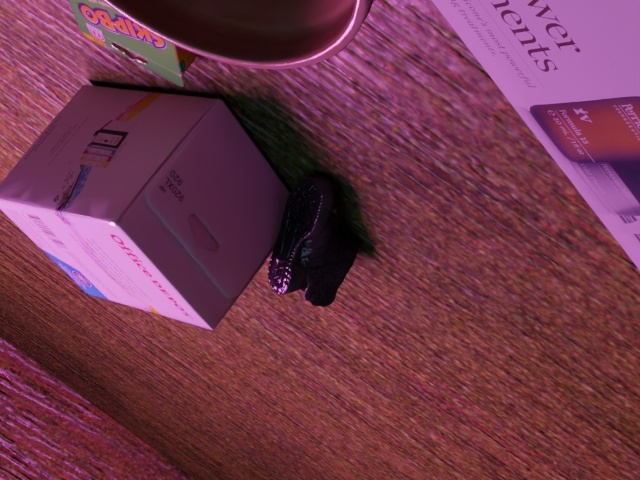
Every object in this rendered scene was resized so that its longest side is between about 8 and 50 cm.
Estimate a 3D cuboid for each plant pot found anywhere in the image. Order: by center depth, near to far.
[{"bbox_3d":[-0.061,-0.225,0.784,0.237,0.110,0.237,20,154,10],"label":"plant pot"}]

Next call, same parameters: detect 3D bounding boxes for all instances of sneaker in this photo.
[{"bbox_3d":[0.001,0.002,1.253,0.051,0.089,0.170,50,133,35],"label":"sneaker"}]

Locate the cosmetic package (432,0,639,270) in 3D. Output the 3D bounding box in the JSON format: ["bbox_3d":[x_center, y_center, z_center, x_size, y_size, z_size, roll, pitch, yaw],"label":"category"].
[{"bbox_3d":[0.226,-0.107,0.660,0.377,0.097,0.284,47,153,-26],"label":"cosmetic package"}]

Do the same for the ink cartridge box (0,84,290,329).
[{"bbox_3d":[-0.177,-0.039,1.274,0.233,0.168,0.171,12,149,45],"label":"ink cartridge box"}]

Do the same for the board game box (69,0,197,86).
[{"bbox_3d":[-0.174,-0.235,1.052,0.124,0.039,0.259,29,155,16],"label":"board game box"}]
